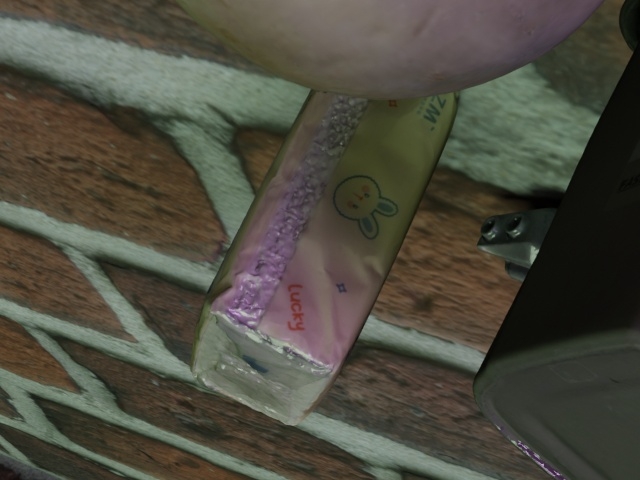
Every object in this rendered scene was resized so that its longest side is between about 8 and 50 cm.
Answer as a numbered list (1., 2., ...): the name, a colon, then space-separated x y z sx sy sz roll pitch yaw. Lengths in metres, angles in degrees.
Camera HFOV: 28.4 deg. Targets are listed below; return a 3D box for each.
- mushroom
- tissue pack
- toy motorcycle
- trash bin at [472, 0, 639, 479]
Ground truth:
1. mushroom: 0.018 -0.162 0.451 0.207 0.207 0.215 42 -174 -31
2. tissue pack: 0.000 0.000 0.765 0.092 0.196 0.148 27 157 1
3. toy motorcycle: 0.168 0.002 0.743 0.122 0.080 0.215 37 159 -23
4. trash bin: 0.203 -0.002 0.481 0.219 0.250 0.220 38 156 -10
